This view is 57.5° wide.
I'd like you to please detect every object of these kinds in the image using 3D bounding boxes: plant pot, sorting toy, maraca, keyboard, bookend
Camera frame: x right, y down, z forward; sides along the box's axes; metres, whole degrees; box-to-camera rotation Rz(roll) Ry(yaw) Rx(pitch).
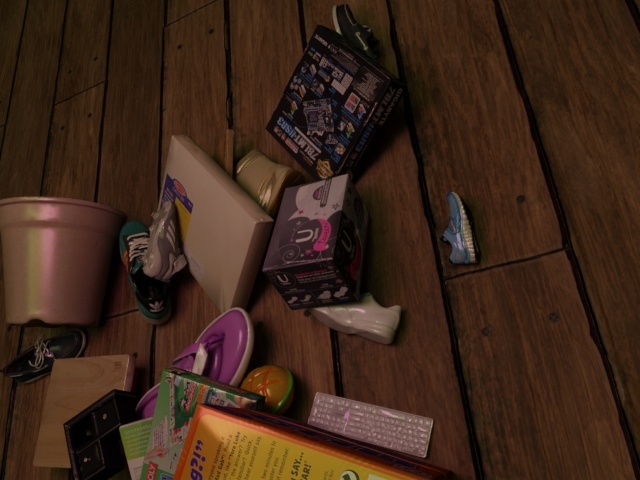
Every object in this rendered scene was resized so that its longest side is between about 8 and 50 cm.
[{"bbox_3d":[-0.692,0.073,1.534,0.333,0.334,0.306,-6,77,26],"label":"plant pot"},{"bbox_3d":[-0.552,0.420,1.423,0.257,0.089,0.256,-8,66,25],"label":"sorting toy"},{"bbox_3d":[-0.125,0.318,1.233,0.185,0.099,0.127,-4,43,52],"label":"maraca"},{"bbox_3d":[0.093,0.358,1.145,0.255,0.014,0.072,5,72,30],"label":"keyboard"},{"bbox_3d":[-0.466,0.436,1.271,0.156,0.072,0.157,-34,58,11],"label":"bookend"}]

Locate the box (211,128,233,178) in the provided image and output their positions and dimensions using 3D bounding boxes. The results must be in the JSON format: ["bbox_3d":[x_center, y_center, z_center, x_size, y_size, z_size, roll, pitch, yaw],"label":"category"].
[{"bbox_3d":[-0.256,-0.158,1.492,0.164,0.021,0.201,139,134,-57],"label":"box"}]

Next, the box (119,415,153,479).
[{"bbox_3d":[-0.267,0.504,1.189,0.232,0.058,0.322,-20,82,18],"label":"box"}]

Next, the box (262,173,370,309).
[{"bbox_3d":[0.000,0.000,1.227,0.163,0.142,0.247,-11,45,24],"label":"box"}]

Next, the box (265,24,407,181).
[{"bbox_3d":[0.024,-0.309,1.372,0.295,0.073,0.293,49,121,36],"label":"box"}]

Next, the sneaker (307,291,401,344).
[{"bbox_3d":[0.070,0.144,1.223,0.212,0.080,0.094,15,64,27],"label":"sneaker"}]

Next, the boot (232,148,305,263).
[{"bbox_3d":[-0.164,-0.083,1.427,0.203,0.095,0.262,35,103,43],"label":"boot"}]

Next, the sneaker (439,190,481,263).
[{"bbox_3d":[0.272,-0.026,1.184,0.073,0.063,0.162,-18,61,25],"label":"sneaker"}]

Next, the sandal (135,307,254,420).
[{"bbox_3d":[-0.295,0.314,1.284,0.416,0.102,0.169,-48,52,16],"label":"sandal"}]

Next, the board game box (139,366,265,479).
[{"bbox_3d":[-0.239,0.429,1.128,0.213,0.046,0.318,13,91,20],"label":"board game box"}]

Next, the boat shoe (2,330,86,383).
[{"bbox_3d":[-0.751,0.311,1.583,0.254,0.079,0.095,-25,59,17],"label":"boat shoe"}]

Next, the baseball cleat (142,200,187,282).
[{"bbox_3d":[-0.375,0.007,1.437,0.072,0.109,0.206,-17,53,42],"label":"baseball cleat"}]

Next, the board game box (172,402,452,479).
[{"bbox_3d":[-0.020,0.488,0.908,0.356,0.356,0.357,12,75,20],"label":"board game box"}]

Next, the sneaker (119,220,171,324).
[{"bbox_3d":[-0.441,0.057,1.481,0.108,0.121,0.302,-14,61,-23],"label":"sneaker"}]

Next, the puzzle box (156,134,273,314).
[{"bbox_3d":[-0.273,-0.044,1.403,0.409,0.052,0.272,45,128,36],"label":"puzzle box"}]

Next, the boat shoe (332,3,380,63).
[{"bbox_3d":[0.106,-0.468,1.440,0.091,0.114,0.303,-22,72,20],"label":"boat shoe"}]
